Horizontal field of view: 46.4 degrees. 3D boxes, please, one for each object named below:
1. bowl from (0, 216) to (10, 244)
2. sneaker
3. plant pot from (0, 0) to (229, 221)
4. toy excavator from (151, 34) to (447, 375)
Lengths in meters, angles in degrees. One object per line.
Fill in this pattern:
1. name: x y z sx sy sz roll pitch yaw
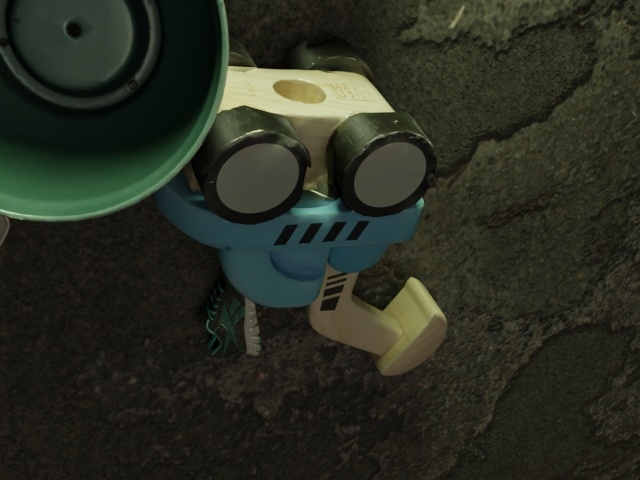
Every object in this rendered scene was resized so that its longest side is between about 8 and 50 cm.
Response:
1. bowl: -0.418 -0.012 0.778 0.142 0.053 0.142 34 98 -36
2. sneaker: -0.123 0.090 0.970 0.076 0.065 0.166 -13 119 -14
3. plant pot: -0.232 -0.185 0.667 0.293 0.196 0.292 -3 110 -8
4. toy excavator: 0.000 0.000 0.920 0.433 0.222 0.445 -3 131 -25
